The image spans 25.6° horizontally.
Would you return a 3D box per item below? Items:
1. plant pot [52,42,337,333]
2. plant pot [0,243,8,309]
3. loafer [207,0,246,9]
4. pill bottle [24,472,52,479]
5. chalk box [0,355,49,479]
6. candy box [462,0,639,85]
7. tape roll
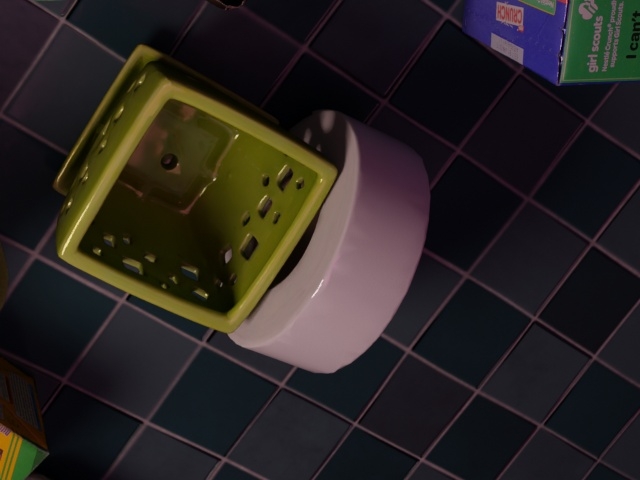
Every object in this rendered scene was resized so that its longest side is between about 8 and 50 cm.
[{"bbox_3d":[-0.152,-0.069,1.532,0.227,0.207,0.228,27,103,-28],"label":"plant pot"},{"bbox_3d":[-0.501,0.062,1.412,0.276,0.276,0.254,32,119,-28],"label":"plant pot"},{"bbox_3d":[-0.145,-0.324,1.485,0.220,0.078,0.080,37,99,-29],"label":"loafer"},{"bbox_3d":[-0.290,0.419,1.745,0.278,0.162,0.162,39,98,-29],"label":"pill bottle"},{"bbox_3d":[-0.475,0.252,1.595,0.289,0.180,0.179,-45,120,7],"label":"chalk box"},{"bbox_3d":[0.353,-0.263,1.573,0.317,0.268,0.122,-6,113,-16],"label":"candy box"},{"bbox_3d":[0.000,0.000,1.574,0.100,0.286,0.286,23,106,-26],"label":"tape roll"}]
